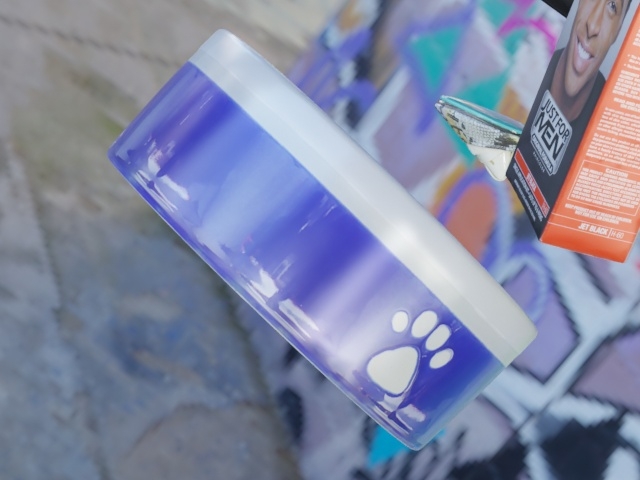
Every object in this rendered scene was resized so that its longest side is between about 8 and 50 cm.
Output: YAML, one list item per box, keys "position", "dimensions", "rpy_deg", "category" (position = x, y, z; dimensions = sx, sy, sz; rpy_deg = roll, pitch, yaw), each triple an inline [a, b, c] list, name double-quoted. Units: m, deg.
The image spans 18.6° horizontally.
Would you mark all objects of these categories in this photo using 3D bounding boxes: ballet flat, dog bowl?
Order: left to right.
- position: [0.000, 0.000, 1.167]
  dimensions: [0.265, 0.104, 0.265]
  rpy_deg: [44, 0, 0]
  category: "dog bowl"
- position: [0.115, -0.048, 1.088]
  dimensions: [0.114, 0.041, 0.041]
  rpy_deg: [15, 25, -3]
  category: "ballet flat"

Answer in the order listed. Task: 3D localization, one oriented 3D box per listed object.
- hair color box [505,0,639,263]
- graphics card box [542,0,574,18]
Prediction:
- position: [0.127, -0.070, 0.815]
  dimensions: [0.043, 0.141, 0.072]
  rpy_deg: [14, 23, -15]
  category: "hair color box"
- position: [0.202, -0.220, 1.081]
  dimensions: [0.371, 0.233, 0.094]
  rpy_deg: [33, 15, -15]
  category: "graphics card box"
